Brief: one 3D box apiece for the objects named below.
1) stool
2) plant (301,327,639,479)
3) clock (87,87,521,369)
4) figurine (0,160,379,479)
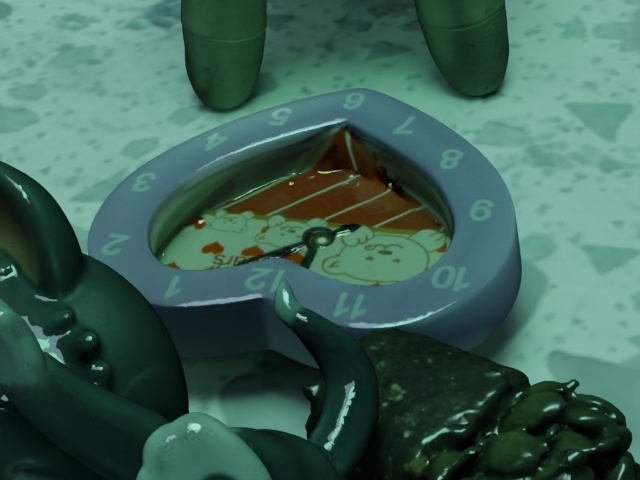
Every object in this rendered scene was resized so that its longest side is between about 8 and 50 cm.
[{"bbox_3d":[0.012,-0.202,0.998,0.195,0.198,0.195,-3,41,8],"label":"stool"},{"bbox_3d":[0.060,0.091,0.708,0.094,0.092,0.143,-34,42,-32],"label":"plant"},{"bbox_3d":[0.000,0.000,0.852,0.198,0.064,0.172,5,41,17],"label":"clock"},{"bbox_3d":[-0.072,0.065,0.679,0.265,0.193,0.140,4,45,22],"label":"figurine"}]
